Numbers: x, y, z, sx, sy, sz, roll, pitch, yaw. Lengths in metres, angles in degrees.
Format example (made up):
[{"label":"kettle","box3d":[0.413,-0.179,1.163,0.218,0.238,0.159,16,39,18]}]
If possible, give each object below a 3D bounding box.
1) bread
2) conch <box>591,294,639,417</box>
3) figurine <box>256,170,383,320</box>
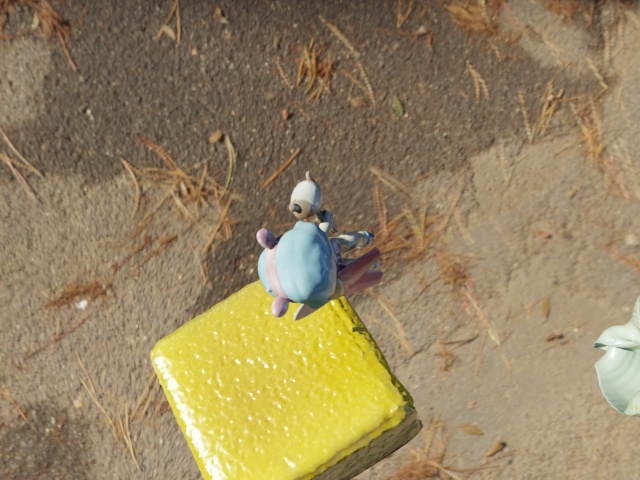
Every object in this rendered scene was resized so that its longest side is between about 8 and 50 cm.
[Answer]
[{"label":"bread","box3d":[-0.059,0.230,1.106,0.323,0.143,0.333,-30,61,-6]},{"label":"conch","box3d":[0.444,0.138,0.911,0.131,0.200,0.172,7,68,-8]},{"label":"figurine","box3d":[0.011,0.005,0.993,0.260,0.102,0.206,-9,96,-57]}]
